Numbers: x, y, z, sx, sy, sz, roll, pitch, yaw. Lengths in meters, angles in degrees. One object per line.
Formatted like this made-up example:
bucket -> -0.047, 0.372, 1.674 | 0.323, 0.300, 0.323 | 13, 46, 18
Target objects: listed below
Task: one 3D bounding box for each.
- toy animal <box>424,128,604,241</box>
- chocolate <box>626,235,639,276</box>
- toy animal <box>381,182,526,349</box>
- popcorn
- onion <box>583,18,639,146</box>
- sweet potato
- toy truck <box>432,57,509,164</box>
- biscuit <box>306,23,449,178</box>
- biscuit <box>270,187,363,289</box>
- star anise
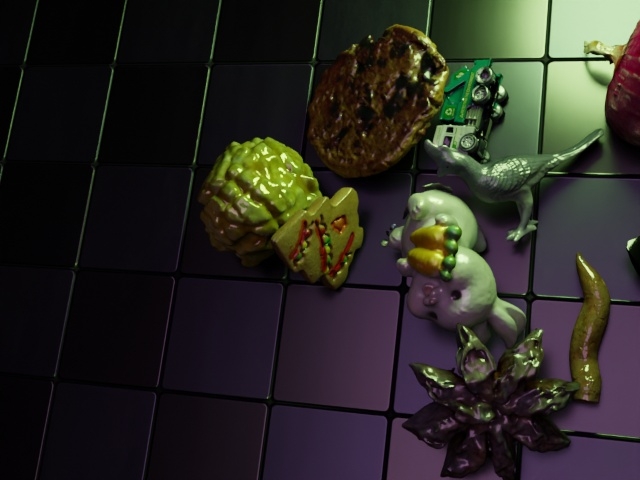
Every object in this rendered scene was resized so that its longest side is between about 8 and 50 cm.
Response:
toy animal -> 0.380, -0.104, 1.780 | 0.367, 0.081, 0.205 | -5, 97, -12
chocolate -> 0.640, 0.043, 1.699 | 0.149, 0.080, 0.125 | 36, 76, 29
toy animal -> 0.243, 0.062, 1.736 | 0.183, 0.247, 0.310 | -38, 51, 21
popcorn -> -0.132, -0.083, 1.872 | 0.224, 0.270, 0.258 | 40, 84, -8
onion -> 0.645, -0.308, 1.717 | 0.272, 0.230, 0.256 | -1, 75, 9
sweet potato -> 0.500, 0.160, 1.716 | 0.067, 0.059, 0.281 | -6, 67, 47
toy truck -> 0.296, -0.253, 1.873 | 0.116, 0.110, 0.216 | 10, 78, 32
biscuit -> 0.117, -0.285, 1.921 | 0.334, 0.081, 0.289 | -50, 55, 11
biscuit -> 0.000, 0.000, 1.825 | 0.041, 0.239, 0.212 | 22, 108, 41
star anise -> 0.302, 0.301, 1.650 | 0.332, 0.117, 0.331 | 2, 103, 8
